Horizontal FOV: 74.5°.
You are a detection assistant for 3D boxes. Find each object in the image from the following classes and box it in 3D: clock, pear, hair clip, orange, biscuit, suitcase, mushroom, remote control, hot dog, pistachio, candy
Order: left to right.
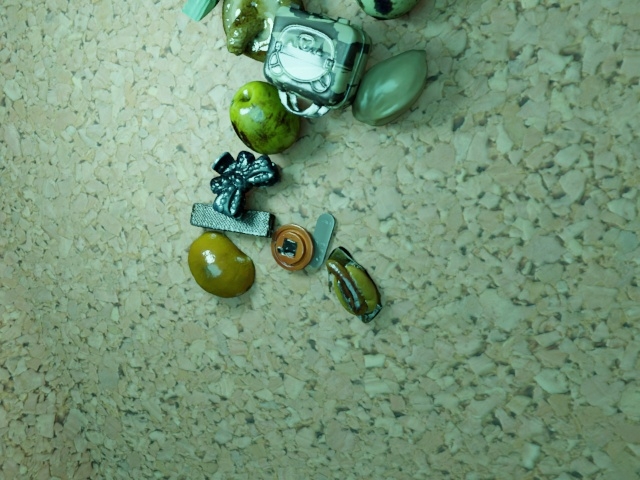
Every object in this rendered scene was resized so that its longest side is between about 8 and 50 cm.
[{"bbox_3d":[-0.469,-1.018,1.616,0.263,0.172,0.398,-47,53,15],"label":"candy"},{"bbox_3d":[-0.455,0.122,1.911,0.310,0.274,0.274,37,112,-25],"label":"orange"},{"bbox_3d":[-0.389,-0.090,1.849,0.389,0.073,0.107,9,87,15],"label":"biscuit"},{"bbox_3d":[-0.331,-0.246,1.734,0.310,0.194,0.206,-43,77,1],"label":"hair clip"},{"bbox_3d":[-0.217,-0.850,1.605,0.345,0.239,0.345,-2,104,-6],"label":"mushroom"},{"bbox_3d":[-0.216,-0.470,1.626,0.284,0.283,0.283,3,101,17],"label":"pear"},{"bbox_3d":[-0.123,0.030,1.797,0.205,0.051,0.205,3,98,24],"label":"clock"},{"bbox_3d":[-0.023,-0.598,1.457,0.352,0.194,0.339,28,115,21],"label":"suitcase"},{"bbox_3d":[0.000,0.000,1.781,0.077,0.022,0.244,20,106,11],"label":"remote control"},{"bbox_3d":[0.118,0.199,1.736,0.326,0.107,0.194,45,110,5],"label":"hot dog"},{"bbox_3d":[0.254,-0.551,1.517,0.332,0.208,0.226,-39,42,14],"label":"pistachio"}]

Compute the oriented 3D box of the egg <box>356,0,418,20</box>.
[{"bbox_3d":[0.236,-0.939,1.394,0.288,0.287,0.379,5,101,16],"label":"egg"}]
